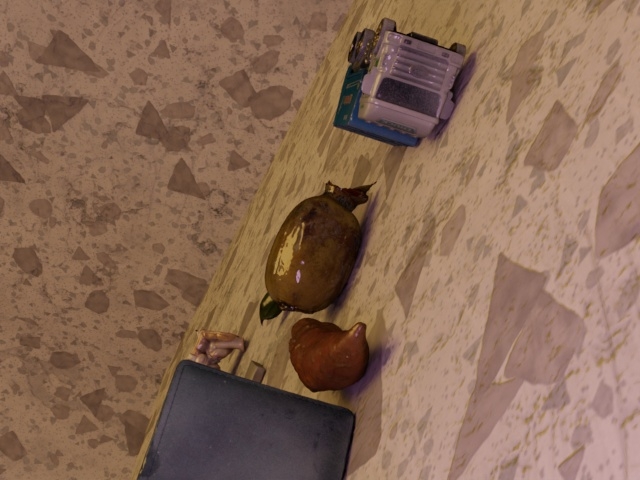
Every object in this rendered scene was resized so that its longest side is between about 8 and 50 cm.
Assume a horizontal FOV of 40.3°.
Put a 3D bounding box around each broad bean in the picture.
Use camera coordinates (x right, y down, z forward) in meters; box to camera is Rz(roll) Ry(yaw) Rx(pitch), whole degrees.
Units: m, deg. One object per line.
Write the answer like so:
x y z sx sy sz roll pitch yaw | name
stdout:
-0.048 0.057 1.836 0.318 0.056 0.098 -58 7 17 | broad bean

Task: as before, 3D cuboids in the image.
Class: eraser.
-0.161 0.337 1.884 0.104 0.023 0.150 180 112 -78 | eraser

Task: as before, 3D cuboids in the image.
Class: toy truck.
0.117 -0.253 1.433 0.367 0.146 0.175 -134 60 -81 | toy truck

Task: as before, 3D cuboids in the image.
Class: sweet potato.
0.001 0.166 1.263 0.354 0.095 0.106 161 127 -77 | sweet potato

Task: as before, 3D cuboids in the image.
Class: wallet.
-0.101 0.304 1.075 0.054 0.251 0.290 122 165 -55 | wallet

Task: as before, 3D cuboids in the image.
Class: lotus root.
-0.002 -0.001 1.505 0.278 0.154 0.154 -64 10 -9 | lotus root

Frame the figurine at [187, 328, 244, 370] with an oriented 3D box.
-0.277 0.344 2.201 0.162 0.141 0.237 61 -137 -67 | figurine
